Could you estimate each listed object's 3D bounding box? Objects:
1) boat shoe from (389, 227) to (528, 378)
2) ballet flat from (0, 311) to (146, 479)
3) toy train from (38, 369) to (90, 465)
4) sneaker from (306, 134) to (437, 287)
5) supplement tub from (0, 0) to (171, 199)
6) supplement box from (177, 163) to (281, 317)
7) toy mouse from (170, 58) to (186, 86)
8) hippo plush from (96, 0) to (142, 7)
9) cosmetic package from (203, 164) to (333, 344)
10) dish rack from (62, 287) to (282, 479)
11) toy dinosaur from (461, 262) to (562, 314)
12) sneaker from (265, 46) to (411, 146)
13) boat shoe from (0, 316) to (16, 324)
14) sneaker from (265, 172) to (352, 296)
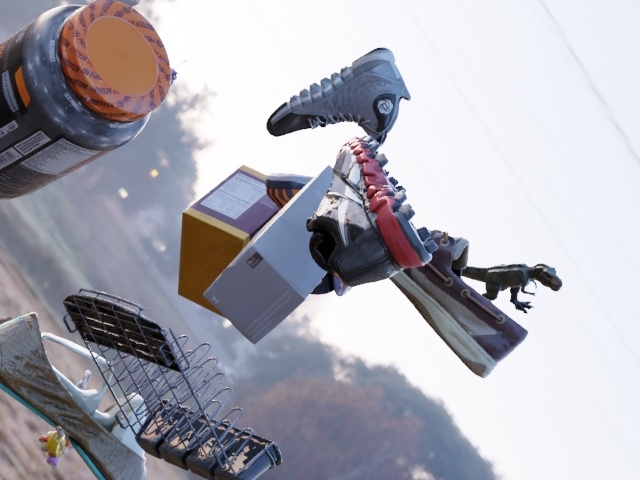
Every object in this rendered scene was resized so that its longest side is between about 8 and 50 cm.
[{"bbox_3d":[0.170,0.039,1.746,0.342,0.123,0.123,51,7,18],"label":"boat shoe"},{"bbox_3d":[-0.315,0.224,1.594,0.342,0.124,0.116,51,-11,-23],"label":"ballet flat"},{"bbox_3d":[-0.409,0.282,1.875,0.046,0.125,0.166,19,-55,3],"label":"toy train"},{"bbox_3d":[0.040,-0.034,1.402,0.098,0.135,0.276,55,9,-29],"label":"sneaker"},{"bbox_3d":[-0.378,-0.198,1.664,0.338,0.207,0.207,-21,-71,39],"label":"supplement tub"},{"bbox_3d":[-0.145,0.003,2.126,0.129,0.194,0.191,24,-50,20],"label":"supplement box"},{"bbox_3d":[-0.327,-0.295,2.267,0.031,0.161,0.143,48,32,-33],"label":"toy mouse"},{"bbox_3d":[-0.327,-0.509,1.763,0.236,0.234,0.294,40,-49,46],"label":"hippo plush"},{"bbox_3d":[-0.037,0.015,1.549,0.107,0.238,0.127,43,-49,-5],"label":"cosmetic package"},{"bbox_3d":[-0.175,0.158,1.334,0.208,0.074,0.272,10,-46,42],"label":"dish rack"},{"bbox_3d":[0.333,0.088,2.211,0.268,0.064,0.118,1,-54,29],"label":"toy dinosaur"},{"bbox_3d":[0.036,-0.187,1.811,0.132,0.228,0.086,60,11,4],"label":"sneaker"},{"bbox_3d":[-0.486,0.188,1.654,0.073,0.207,0.073,31,-49,9],"label":"boat shoe"},{"bbox_3d":[0.000,0.000,2.022,0.124,0.180,0.321,8,-11,34],"label":"sneaker"}]
